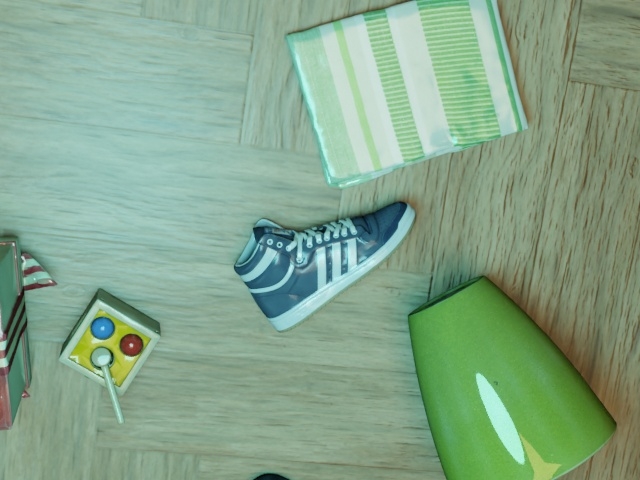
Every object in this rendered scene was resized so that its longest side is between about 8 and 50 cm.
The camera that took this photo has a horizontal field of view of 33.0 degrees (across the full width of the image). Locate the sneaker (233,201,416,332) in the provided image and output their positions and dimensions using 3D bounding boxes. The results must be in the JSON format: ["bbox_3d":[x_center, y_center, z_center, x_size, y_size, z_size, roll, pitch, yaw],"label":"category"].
[{"bbox_3d":[0.000,0.000,1.637,0.282,0.099,0.153,-39,107,3],"label":"sneaker"}]

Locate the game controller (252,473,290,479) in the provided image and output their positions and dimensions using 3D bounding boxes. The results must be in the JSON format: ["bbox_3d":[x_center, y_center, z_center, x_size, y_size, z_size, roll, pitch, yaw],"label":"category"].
[{"bbox_3d":[-0.003,0.510,1.757,0.319,0.067,0.166,31,70,-15],"label":"game controller"}]

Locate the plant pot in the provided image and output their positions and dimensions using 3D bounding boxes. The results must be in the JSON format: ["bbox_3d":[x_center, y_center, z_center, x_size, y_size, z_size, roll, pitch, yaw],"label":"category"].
[{"bbox_3d":[0.260,0.214,1.661,0.275,0.275,0.293,-29,89,-3],"label":"plant pot"}]

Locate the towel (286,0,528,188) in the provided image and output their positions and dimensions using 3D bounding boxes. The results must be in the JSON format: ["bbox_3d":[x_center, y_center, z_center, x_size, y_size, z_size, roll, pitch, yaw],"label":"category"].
[{"bbox_3d":[0.136,-0.236,1.644,0.325,0.038,0.248,-17,103,-4],"label":"towel"}]

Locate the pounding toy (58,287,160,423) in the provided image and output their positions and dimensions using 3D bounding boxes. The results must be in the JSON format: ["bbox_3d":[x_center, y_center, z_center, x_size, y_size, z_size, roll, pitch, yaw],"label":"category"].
[{"bbox_3d":[-0.315,0.173,1.619,0.130,0.100,0.141,32,95,-14],"label":"pounding toy"}]

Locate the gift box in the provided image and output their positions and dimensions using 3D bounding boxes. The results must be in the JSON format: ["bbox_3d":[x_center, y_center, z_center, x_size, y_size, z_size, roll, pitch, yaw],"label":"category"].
[{"bbox_3d":[-0.510,0.134,1.497,0.276,0.258,0.255,1,102,-11],"label":"gift box"}]
